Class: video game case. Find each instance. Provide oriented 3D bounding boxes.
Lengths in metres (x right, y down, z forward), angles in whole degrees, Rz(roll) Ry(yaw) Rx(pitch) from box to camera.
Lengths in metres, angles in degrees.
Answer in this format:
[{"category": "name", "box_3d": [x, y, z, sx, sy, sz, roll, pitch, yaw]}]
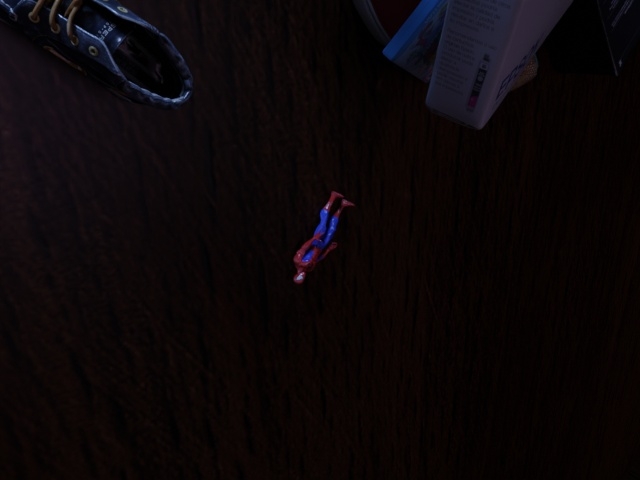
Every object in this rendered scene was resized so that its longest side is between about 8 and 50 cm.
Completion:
[{"category": "video game case", "box_3d": [0.131, -0.228, 0.549, 0.119, 0.015, 0.166, -48, 168, 22]}]

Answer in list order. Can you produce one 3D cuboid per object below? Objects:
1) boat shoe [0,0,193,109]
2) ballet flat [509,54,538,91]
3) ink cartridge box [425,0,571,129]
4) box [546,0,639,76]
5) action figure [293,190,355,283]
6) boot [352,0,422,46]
[{"category": "boat shoe", "box_3d": [-0.169, -0.157, 0.354, 0.183, 0.083, 0.065, 33, 85, -44]}, {"category": "ballet flat", "box_3d": [0.223, -0.268, 0.662, 0.067, 0.073, 0.206, -44, 129, 1]}, {"category": "ink cartridge box", "box_3d": [0.214, -0.311, 0.428, 0.324, 0.071, 0.330, -50, 160, -29]}, {"category": "box", "box_3d": [0.430, -0.405, 0.757, 0.184, 0.103, 0.261, 40, 80, -40]}, {"category": "action figure", "box_3d": [0.000, 0.000, 0.608, 0.038, 0.030, 0.115, 33, 87, -49]}, {"category": "boot", "box_3d": [0.104, -0.291, 0.472, 0.088, 0.176, 0.244, -37, 129, -26]}]
